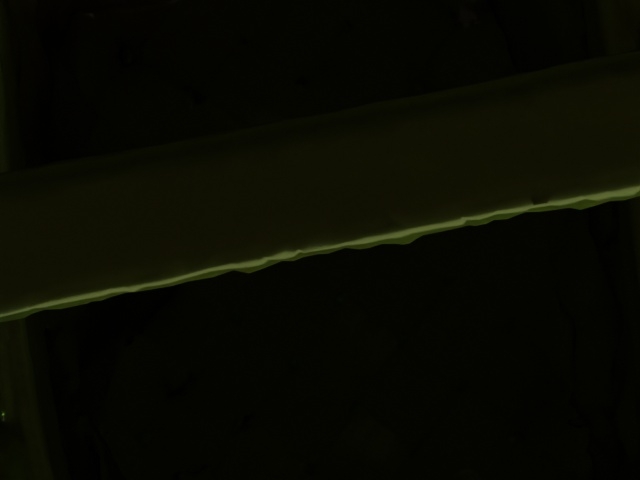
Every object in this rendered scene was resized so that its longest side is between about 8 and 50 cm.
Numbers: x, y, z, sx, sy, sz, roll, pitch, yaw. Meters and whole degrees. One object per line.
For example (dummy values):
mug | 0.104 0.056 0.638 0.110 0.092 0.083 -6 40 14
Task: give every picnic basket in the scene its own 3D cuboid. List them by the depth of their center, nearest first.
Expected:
picnic basket | 0.000 0.000 0.525 0.254 0.291 0.321 -9 177 0
